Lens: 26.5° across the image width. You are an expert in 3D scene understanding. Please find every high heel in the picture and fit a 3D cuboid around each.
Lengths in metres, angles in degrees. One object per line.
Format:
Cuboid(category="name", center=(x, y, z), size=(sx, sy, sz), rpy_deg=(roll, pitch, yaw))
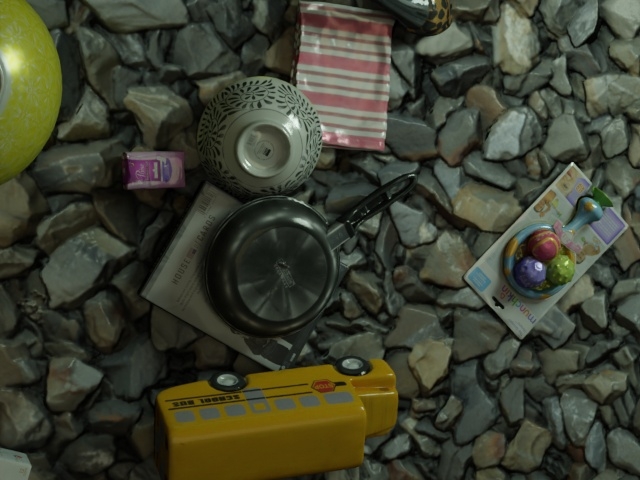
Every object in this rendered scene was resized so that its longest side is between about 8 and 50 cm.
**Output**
Cuboid(category="high heel", center=(0.125, -0.417, 1.871), size=(0.186, 0.093, 0.261), rpy_deg=(22, 70, -46))

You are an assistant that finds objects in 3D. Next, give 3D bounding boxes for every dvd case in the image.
Cuboid(category="dvd case", center=(-0.103, 0.054, 1.841), size=(0.238, 0.029, 0.179), rpy_deg=(32, 85, -18))

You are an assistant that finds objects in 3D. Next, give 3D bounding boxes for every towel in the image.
Cuboid(category="towel", center=(0.030, -0.224, 1.862), size=(0.144, 0.029, 0.197), rpy_deg=(3, 94, -20))

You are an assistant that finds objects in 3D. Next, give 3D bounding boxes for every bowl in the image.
Cuboid(category="bowl", center=(-0.447, -0.191, 1.639), size=(0.289, 0.156, 0.290), rpy_deg=(-1, 95, -18))
Cuboid(category="bowl", center=(-0.076, -0.126, 1.787), size=(0.170, 0.080, 0.170), rpy_deg=(-2, 104, -7))

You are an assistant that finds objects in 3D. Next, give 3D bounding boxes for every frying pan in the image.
Cuboid(category="frying pan", center=(0.000, 0.029, 1.835), size=(0.326, 0.053, 0.197), rpy_deg=(-10, 106, -21))

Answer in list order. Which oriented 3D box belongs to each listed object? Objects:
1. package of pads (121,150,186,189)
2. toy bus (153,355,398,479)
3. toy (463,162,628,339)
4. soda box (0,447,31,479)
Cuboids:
Cuboid(category="package of pads", center=(-0.218, -0.093, 1.789), size=(0.083, 0.032, 0.050), rpy_deg=(-3, 93, -18))
Cuboid(category="toy bus", center=(-0.053, 0.243, 1.807), size=(0.332, 0.130, 0.108), rpy_deg=(-5, 117, -18))
Cuboid(category="toy", center=(0.337, 0.017, 1.972), size=(0.237, 0.056, 0.137), rpy_deg=(-46, 105, -10))
Cuboid(category="soda box", center=(-0.436, 0.375, 1.737), size=(0.073, 0.069, 0.216), rpy_deg=(16, 90, -19))
